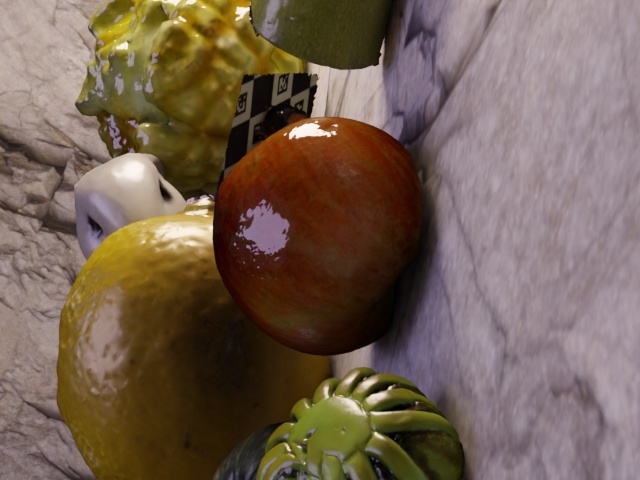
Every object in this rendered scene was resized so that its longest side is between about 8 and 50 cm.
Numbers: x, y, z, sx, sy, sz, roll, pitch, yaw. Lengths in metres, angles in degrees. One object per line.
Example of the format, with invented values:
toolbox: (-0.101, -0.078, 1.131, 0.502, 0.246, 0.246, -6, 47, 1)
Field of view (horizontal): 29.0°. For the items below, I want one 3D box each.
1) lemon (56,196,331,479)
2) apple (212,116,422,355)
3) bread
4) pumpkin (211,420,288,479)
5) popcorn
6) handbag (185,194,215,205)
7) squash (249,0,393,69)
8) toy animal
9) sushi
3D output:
lemon: (-0.118, 0.115, 1.149, 0.260, 0.260, 0.284, -126, 21, -74)
apple: (0.000, 0.000, 0.958, 0.195, 0.160, 0.173, 103, 148, -51)
bread: (0.020, 0.139, 0.772, 0.130, 0.071, 0.139, -46, 33, -10)
pumpkin: (-0.019, 0.213, 0.891, 0.167, 0.125, 0.167, -40, 26, 24)
popcorn: (-0.155, -0.212, 1.536, 0.279, 0.274, 0.335, 121, 156, -57)
handbag: (-0.211, 0.020, 2.009, 0.208, 0.127, 0.228, -107, 28, -52)
squash: (0.031, -0.306, 1.076, 0.137, 0.137, 0.287, -101, 26, -59)
toy animal: (-0.179, 0.034, 1.412, 0.258, 0.194, 0.357, -92, -11, -48)
sushi: (-0.050, -0.040, 1.323, 0.192, 0.043, 0.279, -14, -60, -64)
